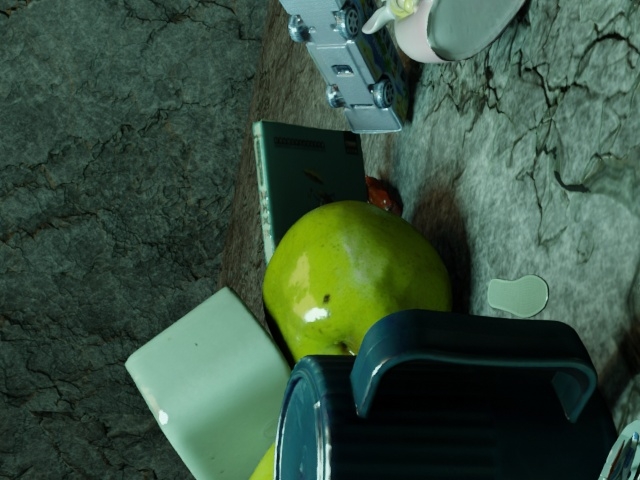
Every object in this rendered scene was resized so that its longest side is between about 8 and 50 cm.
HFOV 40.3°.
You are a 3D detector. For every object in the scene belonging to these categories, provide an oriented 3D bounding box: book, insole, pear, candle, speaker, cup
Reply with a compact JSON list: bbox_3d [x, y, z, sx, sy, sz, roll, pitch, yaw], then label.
[{"bbox_3d":[0.000,0.000,1.421,0.031,0.264,0.379,-8,87,39],"label":"book"},{"bbox_3d":[0.235,0.065,1.053,0.153,0.002,0.053,-175,90,-76],"label":"insole"},{"bbox_3d":[0.052,0.081,1.234,0.294,0.294,0.294,-175,90,-76],"label":"pear"},{"bbox_3d":[0.104,-0.082,1.532,0.162,0.048,0.053,-119,12,-55],"label":"candle"},{"bbox_3d":[-0.121,0.270,1.289,0.183,0.184,0.406,45,162,41],"label":"speaker"},{"bbox_3d":[0.120,0.225,0.866,0.308,0.292,0.242,125,148,-65],"label":"cup"}]

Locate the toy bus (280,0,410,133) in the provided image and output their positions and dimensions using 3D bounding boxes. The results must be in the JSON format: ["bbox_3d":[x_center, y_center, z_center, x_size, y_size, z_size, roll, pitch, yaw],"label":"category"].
[{"bbox_3d":[0.048,-0.314,1.380,0.329,0.109,0.136,56,-135,-48],"label":"toy bus"}]

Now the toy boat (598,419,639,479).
[{"bbox_3d":[0.253,0.188,0.742,0.105,0.034,0.149,-50,-38,-30],"label":"toy boat"}]

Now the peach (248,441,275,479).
[{"bbox_3d":[0.036,0.363,1.118,0.316,0.281,0.314,-23,62,59],"label":"peach"}]

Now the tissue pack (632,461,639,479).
[{"bbox_3d":[0.275,0.221,0.688,0.085,0.079,0.111,-117,35,-64],"label":"tissue pack"}]

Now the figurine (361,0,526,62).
[{"bbox_3d":[0.160,-0.390,1.193,0.316,0.206,0.284,-144,55,-66],"label":"figurine"}]
